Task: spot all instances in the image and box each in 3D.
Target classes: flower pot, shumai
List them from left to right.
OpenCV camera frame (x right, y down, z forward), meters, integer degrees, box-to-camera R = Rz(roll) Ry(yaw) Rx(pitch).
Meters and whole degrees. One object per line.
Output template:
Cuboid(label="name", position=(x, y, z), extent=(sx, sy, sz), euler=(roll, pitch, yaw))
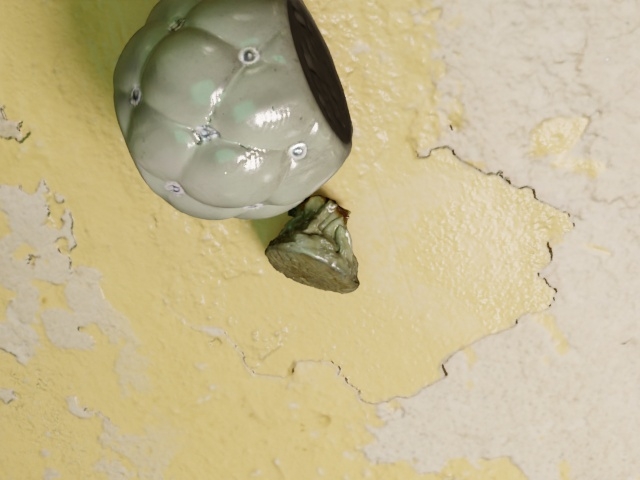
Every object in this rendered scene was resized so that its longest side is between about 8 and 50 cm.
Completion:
Cuboid(label="flower pot", position=(-0.088, -0.137, 1.349), extent=(0.195, 0.246, 0.246), euler=(-18, 106, 15))
Cuboid(label="shumai", position=(-0.001, 0.000, 1.475), extent=(0.099, 0.124, 0.087), euler=(10, 71, 23))
